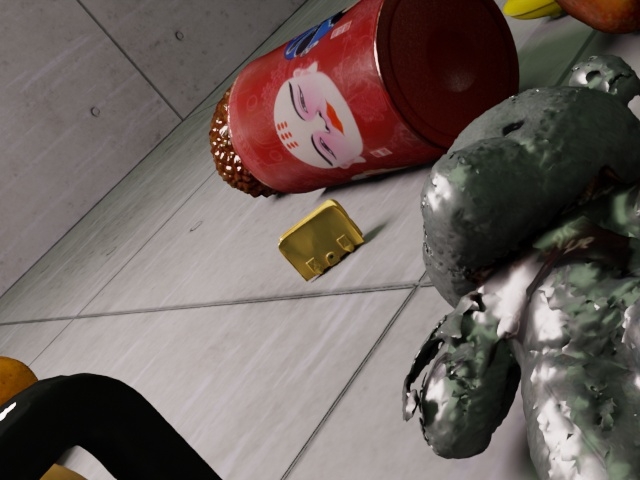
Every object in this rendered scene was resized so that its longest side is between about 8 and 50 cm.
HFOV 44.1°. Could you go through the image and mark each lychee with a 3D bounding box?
[{"bbox_3d":[-0.082,-0.155,1.220,0.188,0.188,0.188,-35,20,15],"label":"lychee"}]

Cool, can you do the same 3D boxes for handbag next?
[{"bbox_3d":[0.000,0.000,0.878,0.083,0.061,0.027,-38,15,11],"label":"handbag"}]

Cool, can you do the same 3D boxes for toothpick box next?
[{"bbox_3d":[0.048,-0.176,0.961,0.204,0.204,0.333,-51,21,-27],"label":"toothpick box"}]

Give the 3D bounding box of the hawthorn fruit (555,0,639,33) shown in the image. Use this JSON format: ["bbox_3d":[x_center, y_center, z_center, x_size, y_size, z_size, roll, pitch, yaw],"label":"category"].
[{"bbox_3d":[0.310,-0.292,0.829,0.163,0.162,0.203,-38,3,8],"label":"hawthorn fruit"}]

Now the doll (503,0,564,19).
[{"bbox_3d":[0.334,-0.389,1.043,0.252,0.111,0.237,-23,41,38],"label":"doll"}]

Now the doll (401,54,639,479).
[{"bbox_3d":[0.136,0.012,0.450,0.246,0.158,0.340,-45,18,26],"label":"doll"}]

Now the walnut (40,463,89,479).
[{"bbox_3d":[-0.234,0.260,0.556,0.226,0.193,0.193,-33,20,20],"label":"walnut"}]

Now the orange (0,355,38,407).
[{"bbox_3d":[-0.445,0.249,0.988,0.249,0.183,0.249,-21,40,18],"label":"orange"}]

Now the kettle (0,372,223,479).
[{"bbox_3d":[-0.135,0.208,0.295,0.203,0.308,0.262,-35,20,16],"label":"kettle"}]
